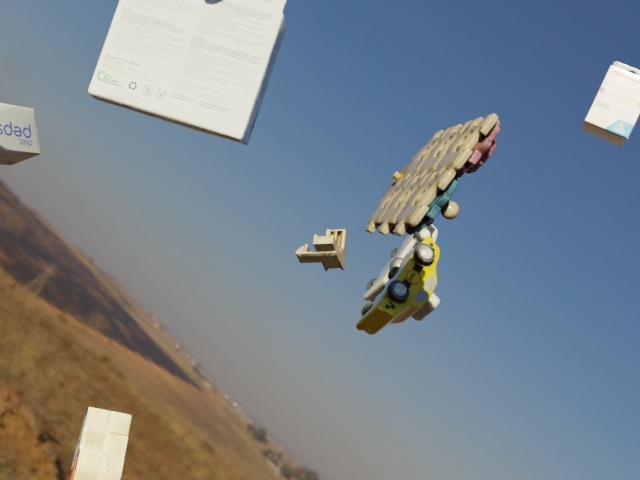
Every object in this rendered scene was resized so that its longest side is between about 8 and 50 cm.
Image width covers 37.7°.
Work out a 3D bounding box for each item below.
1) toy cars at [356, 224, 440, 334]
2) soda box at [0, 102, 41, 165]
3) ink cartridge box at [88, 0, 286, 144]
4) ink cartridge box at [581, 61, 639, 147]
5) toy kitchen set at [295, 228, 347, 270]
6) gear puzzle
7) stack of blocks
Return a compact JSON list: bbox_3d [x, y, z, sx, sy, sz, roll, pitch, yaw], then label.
[{"bbox_3d":[0.154,0.071,1.602,0.087,0.176,0.393,41,11,-2],"label":"toy cars"},{"bbox_3d":[-0.654,-0.204,1.719,0.286,0.091,0.098,2,76,-61],"label":"soda box"},{"bbox_3d":[-0.244,-0.385,1.810,0.324,0.330,0.071,18,-3,10],"label":"ink cartridge box"},{"bbox_3d":[0.598,-0.276,1.876,0.092,0.143,0.090,26,-1,13],"label":"ink cartridge box"},{"bbox_3d":[0.000,0.000,1.550,0.068,0.075,0.083,-3,-34,14],"label":"toy kitchen set"},{"bbox_3d":[0.133,-0.068,1.194,0.044,0.175,0.339,38,-4,-8],"label":"gear puzzle"},{"bbox_3d":[-0.438,0.489,1.773,0.087,0.297,0.171,14,-36,-14],"label":"stack of blocks"}]
